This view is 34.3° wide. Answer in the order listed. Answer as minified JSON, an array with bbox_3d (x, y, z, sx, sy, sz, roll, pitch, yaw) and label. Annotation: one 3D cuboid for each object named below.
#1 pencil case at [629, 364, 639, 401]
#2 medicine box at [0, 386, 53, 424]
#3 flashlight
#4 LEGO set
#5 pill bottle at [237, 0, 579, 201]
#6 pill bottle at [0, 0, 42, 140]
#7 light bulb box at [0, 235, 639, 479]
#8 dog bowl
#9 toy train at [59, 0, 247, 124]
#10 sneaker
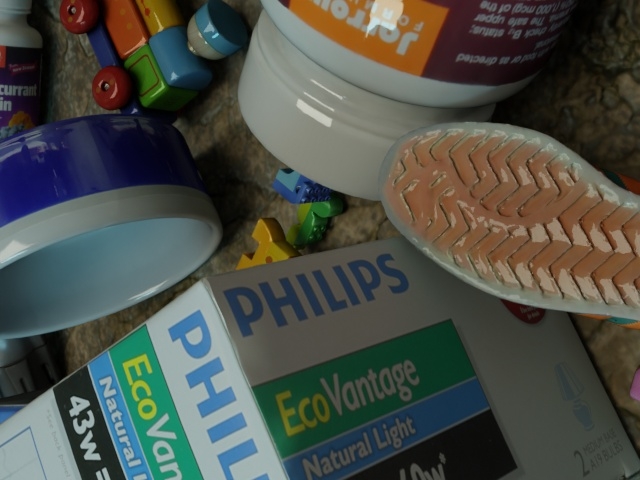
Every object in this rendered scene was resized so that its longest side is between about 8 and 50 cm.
[{"bbox_3d":[0.288,-0.064,0.513,0.160,0.167,0.386,9,81,70],"label":"pencil case"},{"bbox_3d":[-0.216,0.298,1.064,0.263,0.149,0.289,-9,89,40],"label":"medicine box"},{"bbox_3d":[-0.394,0.048,1.147,0.103,0.103,0.304,9,123,41],"label":"flashlight"},{"bbox_3d":[0.000,0.000,0.894,0.093,0.087,0.227,41,120,29],"label":"LEGO set"},{"bbox_3d":[0.083,-0.230,0.681,0.224,0.224,0.392,46,134,26],"label":"pill bottle"},{"bbox_3d":[-0.368,-0.188,1.161,0.108,0.108,0.193,14,104,38],"label":"pill bottle"},{"bbox_3d":[-0.027,0.172,0.759,0.361,0.358,0.225,-34,76,38],"label":"light bulb box"},{"bbox_3d":[-0.231,-0.008,0.968,0.265,0.265,0.104,-34,71,37],"label":"dog bowl"},{"bbox_3d":[-0.173,-0.246,1.007,0.143,0.105,0.248,-32,74,26],"label":"toy train"},{"bbox_3d":[0.185,0.008,0.672,0.302,0.121,0.108,19,87,15],"label":"sneaker"}]
